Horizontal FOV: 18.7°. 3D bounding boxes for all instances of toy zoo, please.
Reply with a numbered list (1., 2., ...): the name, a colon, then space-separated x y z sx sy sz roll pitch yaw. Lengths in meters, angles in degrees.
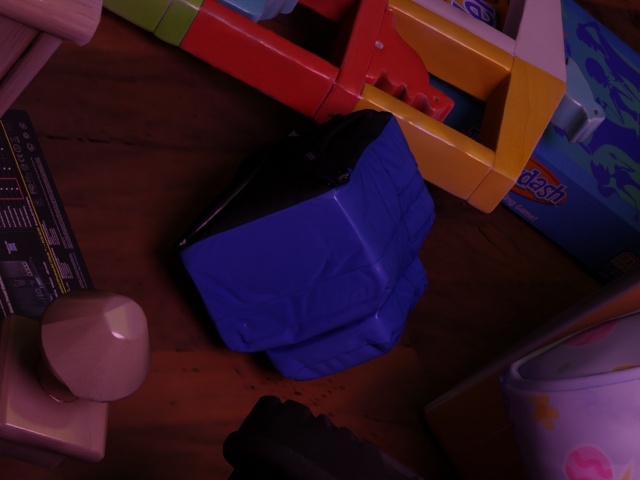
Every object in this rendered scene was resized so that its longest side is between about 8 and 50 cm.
1. toy zoo: 0.022 -0.129 1.015 0.293 0.030 0.192 28 42 -10

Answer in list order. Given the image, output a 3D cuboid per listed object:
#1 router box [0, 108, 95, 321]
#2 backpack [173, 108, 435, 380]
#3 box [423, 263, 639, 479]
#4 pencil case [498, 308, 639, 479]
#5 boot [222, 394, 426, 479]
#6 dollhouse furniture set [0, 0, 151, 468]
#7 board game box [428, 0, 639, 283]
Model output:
1. router box: -0.143 0.006 0.778 0.092 0.038 0.122 -2 63 -49
2. backpack: 0.000 0.000 0.899 0.101 0.098 0.120 66 23 -20
3. box: 0.250 0.158 0.949 0.345 0.215 0.168 57 36 4
4. pencil case: 0.167 0.162 0.831 0.113 0.124 0.273 -30 104 -61
5. boot: 0.010 0.224 0.596 0.348 0.260 0.131 40 -6 43
6. dollhouse furniture set: -0.179 0.059 0.560 0.303 0.174 0.356 20 52 -25
7. board game box: 0.116 -0.093 1.138 0.210 0.047 0.160 34 41 -24
